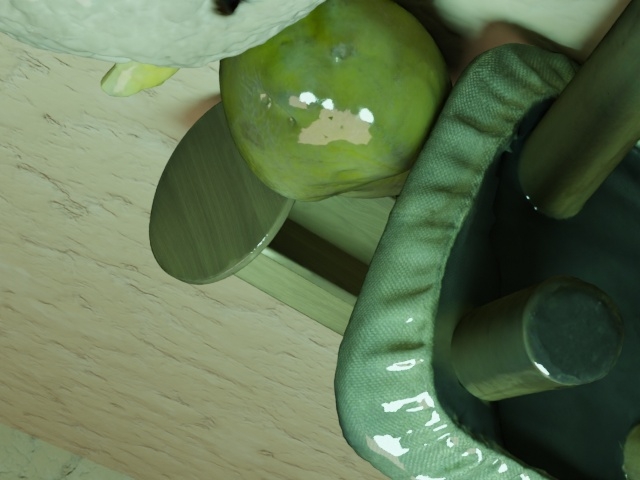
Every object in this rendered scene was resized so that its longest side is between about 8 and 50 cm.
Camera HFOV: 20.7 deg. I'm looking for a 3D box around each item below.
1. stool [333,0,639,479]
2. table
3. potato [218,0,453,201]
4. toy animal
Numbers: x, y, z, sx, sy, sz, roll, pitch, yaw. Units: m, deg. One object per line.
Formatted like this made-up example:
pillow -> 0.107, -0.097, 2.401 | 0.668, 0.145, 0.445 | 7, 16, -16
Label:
stool -> 0.208, 0.037, 1.027 | 0.310, 0.310, 0.226 | 29, 158, -15
table -> 0.000, 0.000, 1.422 | 0.167, 0.167, 0.226 | 1, 158, 48
potato -> 0.010, -0.098, 1.160 | 0.154, 0.137, 0.200 | -8, 170, 4
toy animal -> -0.141, -0.201, 1.023 | 0.358, 0.188, 0.226 | 20, 157, 8
